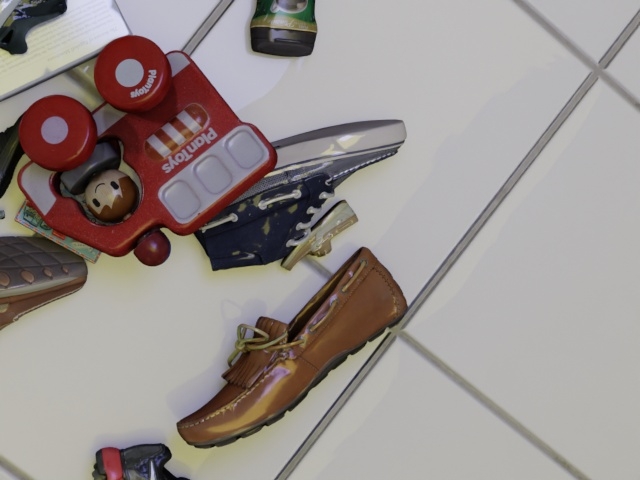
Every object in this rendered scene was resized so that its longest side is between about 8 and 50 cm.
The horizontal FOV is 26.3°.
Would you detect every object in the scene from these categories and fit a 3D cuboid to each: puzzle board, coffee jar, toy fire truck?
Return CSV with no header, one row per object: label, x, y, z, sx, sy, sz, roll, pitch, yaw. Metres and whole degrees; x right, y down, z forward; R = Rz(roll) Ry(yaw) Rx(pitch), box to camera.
puzzle board,-0.351,-0.037,1.920,0.128,0.011,0.096,30,62,-12
coffee jar,-0.048,-0.353,1.936,0.096,0.079,0.184,4,93,-13
toy fire truck,-0.242,-0.107,1.834,0.302,0.169,0.254,-39,79,-2

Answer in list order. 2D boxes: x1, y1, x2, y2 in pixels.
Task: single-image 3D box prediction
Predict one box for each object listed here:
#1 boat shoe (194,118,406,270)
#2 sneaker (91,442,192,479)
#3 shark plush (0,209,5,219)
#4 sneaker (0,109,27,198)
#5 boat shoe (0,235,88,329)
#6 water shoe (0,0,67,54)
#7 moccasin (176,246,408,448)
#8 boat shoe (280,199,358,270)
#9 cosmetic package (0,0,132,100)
boat shoe,-0.031,-0.064,1.953,0.340,0.127,0.158,-14,102,0
sneaker,-0.226,0.412,1.960,0.135,0.097,0.276,-18,97,-6
shark plush,-0.519,-0.022,1.882,0.161,0.067,0.073,9,93,-11
sneaker,-0.461,-0.119,1.888,0.089,0.051,0.170,21,72,9
boat shoe,-0.481,0.083,1.887,0.324,0.123,0.116,-12,131,-18
water shoe,-0.353,-0.330,1.756,0.203,0.073,0.080,-48,123,0
moccasin,-0.053,0.153,1.950,0.380,0.139,0.147,-38,100,-6
boat shoe,0.000,0.000,1.991,0.135,0.050,0.045,-44,96,-4
cosmetic package,-0.404,-0.324,1.841,0.224,0.138,0.225,-26,98,-8
